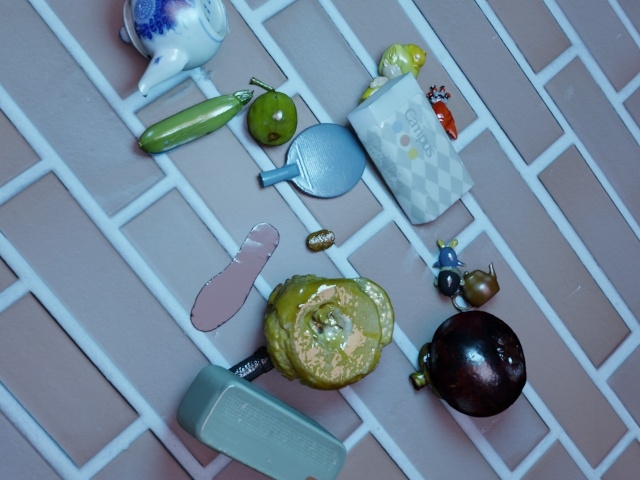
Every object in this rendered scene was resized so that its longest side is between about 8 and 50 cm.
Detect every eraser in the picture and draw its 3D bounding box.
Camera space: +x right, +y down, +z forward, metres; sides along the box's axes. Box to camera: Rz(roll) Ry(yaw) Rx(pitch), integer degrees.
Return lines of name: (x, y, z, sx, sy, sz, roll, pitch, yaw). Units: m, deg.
eraser: (0.264, -0.255, 1.713, 0.213, 0.082, 0.397, -40, 113, -14)

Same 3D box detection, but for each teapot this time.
teapot: (-0.393, -0.557, 1.521, 0.280, 0.252, 0.424, -9, 66, 19)
teapot: (0.467, 0.139, 1.796, 0.116, 0.116, 0.173, 44, 103, -10)

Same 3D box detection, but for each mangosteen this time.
mangosteen: (0.432, 0.355, 1.691, 0.297, 0.293, 0.297, 13, 42, -13)

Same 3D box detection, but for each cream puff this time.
cream puff: (0.014, 0.227, 1.582, 0.343, 0.231, 0.327, -36, 96, -15)

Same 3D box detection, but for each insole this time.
insole: (-0.230, 0.100, 1.635, 0.119, 0.009, 0.348, 37, 78, -13)

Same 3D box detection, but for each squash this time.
squash: (-0.323, -0.317, 1.587, 0.341, 0.094, 0.094, -30, 95, -12)

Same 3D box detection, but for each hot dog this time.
hot dog: (0.000, 0.000, 1.694, 0.083, 0.035, 0.058, -17, 92, -17)

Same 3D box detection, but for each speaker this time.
speaker: (-0.139, 0.478, 1.475, 0.406, 0.184, 0.183, 35, 74, -20)

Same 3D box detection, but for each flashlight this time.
flashlight: (-0.225, 0.367, 1.582, 0.232, 0.093, 0.093, -27, 94, -19)

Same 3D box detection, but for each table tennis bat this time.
table tennis bat: (-0.020, -0.216, 1.699, 0.329, 0.044, 0.215, -20, 94, -19)

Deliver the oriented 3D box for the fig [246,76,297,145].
fig: (-0.132, -0.346, 1.642, 0.147, 0.186, 0.142, 2, 131, 5)

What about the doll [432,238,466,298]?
doll: (0.383, 0.085, 1.781, 0.102, 0.089, 0.179, 0, 72, 24)

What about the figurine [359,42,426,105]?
figurine: (0.208, -0.479, 1.741, 0.246, 0.131, 0.156, -48, 134, -15)

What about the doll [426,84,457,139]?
doll: (0.362, -0.388, 1.812, 0.109, 0.057, 0.169, 0, 88, -15)
